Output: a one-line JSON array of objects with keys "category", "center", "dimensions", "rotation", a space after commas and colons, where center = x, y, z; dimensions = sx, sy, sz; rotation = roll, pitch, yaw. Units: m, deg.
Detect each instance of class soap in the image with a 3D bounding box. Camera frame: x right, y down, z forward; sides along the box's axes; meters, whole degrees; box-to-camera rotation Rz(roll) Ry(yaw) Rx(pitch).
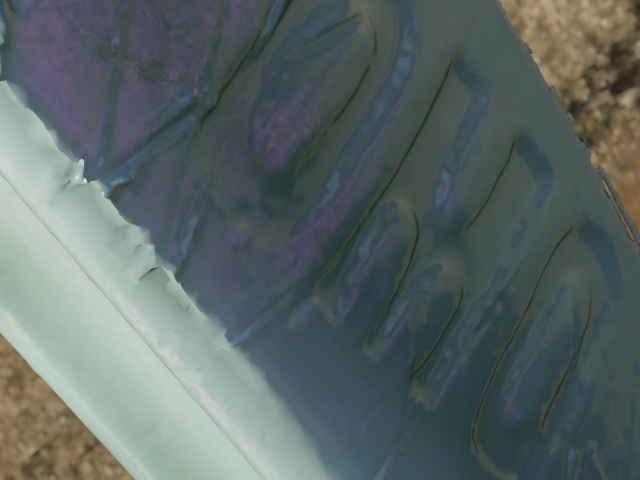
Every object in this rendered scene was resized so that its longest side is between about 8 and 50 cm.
[{"category": "soap", "center": [0.000, 0.000, 0.424], "dimensions": [0.094, 0.261, 0.150], "rotation": [3, 49, 48]}]
